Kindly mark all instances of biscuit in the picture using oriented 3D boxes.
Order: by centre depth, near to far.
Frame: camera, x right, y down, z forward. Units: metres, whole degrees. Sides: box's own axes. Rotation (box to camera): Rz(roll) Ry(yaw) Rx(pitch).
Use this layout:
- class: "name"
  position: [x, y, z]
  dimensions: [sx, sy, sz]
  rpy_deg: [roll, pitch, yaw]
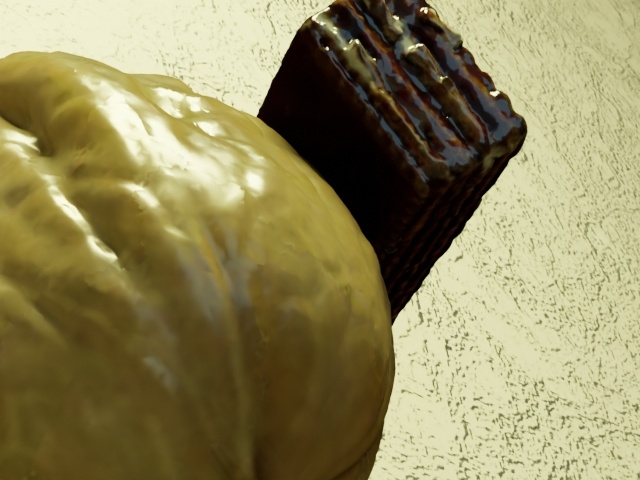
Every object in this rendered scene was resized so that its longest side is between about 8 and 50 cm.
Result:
- class: "biscuit"
  position: [0.000, 0.000, 1.080]
  dimensions: [0.073, 0.388, 0.107]
  rpy_deg: [-32, 77, -24]

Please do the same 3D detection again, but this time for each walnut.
- class: "walnut"
  position: [-0.112, 0.048, 0.916]
  dimensions: [0.313, 0.277, 0.252]
  rpy_deg: [35, -21, 45]
